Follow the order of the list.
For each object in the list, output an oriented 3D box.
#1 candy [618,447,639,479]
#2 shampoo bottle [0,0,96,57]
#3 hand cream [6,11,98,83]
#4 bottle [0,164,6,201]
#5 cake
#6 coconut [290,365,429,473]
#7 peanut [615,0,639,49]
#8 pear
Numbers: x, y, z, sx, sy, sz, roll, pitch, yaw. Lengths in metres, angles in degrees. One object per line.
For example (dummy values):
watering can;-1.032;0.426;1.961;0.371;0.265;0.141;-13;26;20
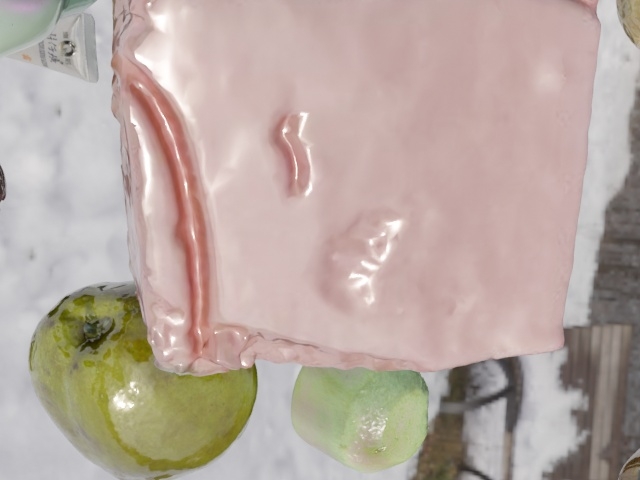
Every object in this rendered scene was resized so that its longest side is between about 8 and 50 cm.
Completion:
candy;0.412;0.227;1.121;0.271;0.143;0.101;-35;95;-43
shampoo bottle;-0.355;-0.288;1.121;0.349;0.221;0.151;-48;155;-58
hand cream;-0.562;-0.390;2.024;0.089;0.314;0.140;-53;148;-54
bottle;-0.532;-0.089;1.510;0.271;0.143;0.156;-143;-151;-78
cake;0.007;-0.079;0.729;0.307;0.314;0.293;-123;-151;-67
coconut;0.059;0.251;1.657;0.205;0.235;0.236;-57;162;-5
peanut;0.351;-0.266;0.942;0.228;0.104;0.085;-54;151;1
pear;-0.217;0.172;1.314;0.321;0.269;0.269;53;42;-52
